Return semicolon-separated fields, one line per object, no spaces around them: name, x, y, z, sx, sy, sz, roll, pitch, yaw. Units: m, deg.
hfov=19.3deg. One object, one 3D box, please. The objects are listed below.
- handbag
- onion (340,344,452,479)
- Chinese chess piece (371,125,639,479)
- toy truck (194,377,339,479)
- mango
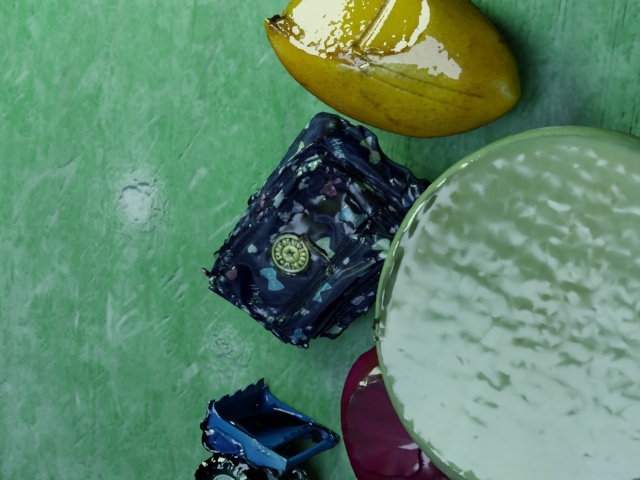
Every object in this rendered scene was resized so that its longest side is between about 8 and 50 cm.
handbag;0.000;0.000;1.848;0.162;0.113;0.260;36;127;-9
onion;0.125;0.181;1.820;0.218;0.140;0.195;-13;86;29
Chinese chess piece;0.222;0.073;1.671;0.349;0.146;0.349;-2;83;19
toy truck;-0.055;0.257;1.949;0.126;0.113;0.208;3;102;31
mango;0.076;-0.178;1.778;0.252;0.126;0.154;21;107;21
